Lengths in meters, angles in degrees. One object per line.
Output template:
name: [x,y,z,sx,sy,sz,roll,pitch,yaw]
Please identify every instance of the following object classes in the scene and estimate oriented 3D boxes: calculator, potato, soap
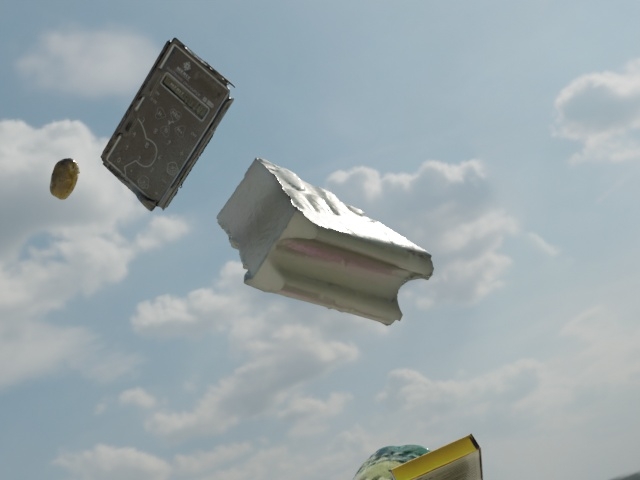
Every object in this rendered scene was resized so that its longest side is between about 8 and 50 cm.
calculator: [-0.267,-0.197,1.517,0.274,0.165,0.028,-55,-17,19]
potato: [-0.497,-0.120,1.690,0.051,0.083,0.040,13,-8,12]
soap: [0.000,0.000,1.508,0.302,0.258,0.159,20,-74,-31]

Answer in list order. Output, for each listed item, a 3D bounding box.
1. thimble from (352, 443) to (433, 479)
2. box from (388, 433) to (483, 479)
thimble: [0.153,0.503,1.522,0.167,0.254,0.288,-46,-16,-50]
box: [0.175,0.382,1.265,0.129,0.033,0.247,-21,-47,-10]
